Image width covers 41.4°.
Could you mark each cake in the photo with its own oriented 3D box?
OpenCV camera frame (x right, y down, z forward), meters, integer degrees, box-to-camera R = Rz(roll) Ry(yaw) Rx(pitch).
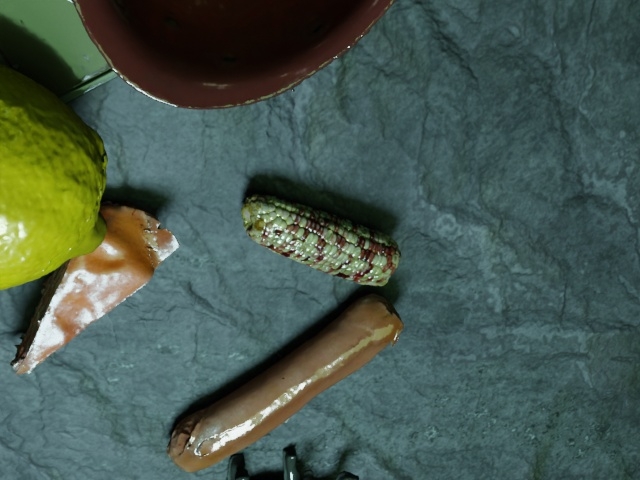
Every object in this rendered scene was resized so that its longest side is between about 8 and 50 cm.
[{"bbox_3d":[-0.324,0.060,1.110,0.287,0.098,0.135,-46,125,2],"label":"cake"}]

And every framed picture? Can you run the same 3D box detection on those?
[{"bbox_3d":[-0.306,-0.305,0.951,0.211,0.020,0.289,-28,124,-4],"label":"framed picture"}]

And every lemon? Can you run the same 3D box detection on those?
[{"bbox_3d":[-0.375,-0.071,0.924,0.320,0.245,0.245,28,105,-33],"label":"lemon"}]

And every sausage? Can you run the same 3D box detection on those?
[{"bbox_3d":[-0.056,0.225,1.308,0.419,0.094,0.094,-34,168,0],"label":"sausage"}]

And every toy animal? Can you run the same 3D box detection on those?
[{"bbox_3d":[-0.058,0.428,1.424,0.245,0.114,0.146,4,112,1],"label":"toy animal"}]

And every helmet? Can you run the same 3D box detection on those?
[{"bbox_3d":[-0.091,-0.352,0.881,0.337,0.230,0.385,18,119,-28],"label":"helmet"}]

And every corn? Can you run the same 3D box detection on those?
[{"bbox_3d":[0.000,0.000,1.205,0.253,0.086,0.086,20,110,-28],"label":"corn"}]
